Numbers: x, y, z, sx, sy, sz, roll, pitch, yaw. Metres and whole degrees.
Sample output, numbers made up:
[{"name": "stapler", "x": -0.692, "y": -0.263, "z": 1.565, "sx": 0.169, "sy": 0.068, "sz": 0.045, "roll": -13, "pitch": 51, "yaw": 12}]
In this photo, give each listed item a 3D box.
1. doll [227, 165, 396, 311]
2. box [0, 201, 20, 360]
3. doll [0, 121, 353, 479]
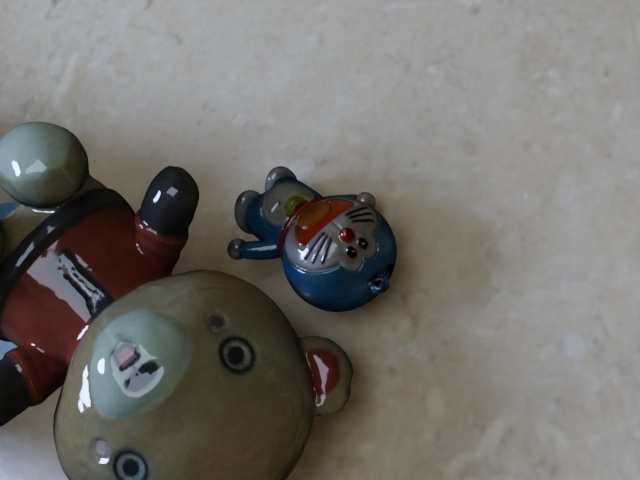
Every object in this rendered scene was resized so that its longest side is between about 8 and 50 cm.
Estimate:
[{"name": "doll", "x": 0.000, "y": 0.000, "z": 0.962, "sx": 0.114, "sy": 0.085, "sz": 0.152, "roll": -39, "pitch": 50, "yaw": -15}, {"name": "box", "x": -0.350, "y": 0.058, "z": 1.086, "sx": 0.232, "sy": 0.083, "sz": 0.143, "roll": -8, "pitch": 71, "yaw": 11}, {"name": "doll", "x": -0.151, "y": 0.074, "z": 0.944, "sx": 0.235, "sy": 0.174, "sz": 0.330, "roll": -43, "pitch": 77, "yaw": -10}]
